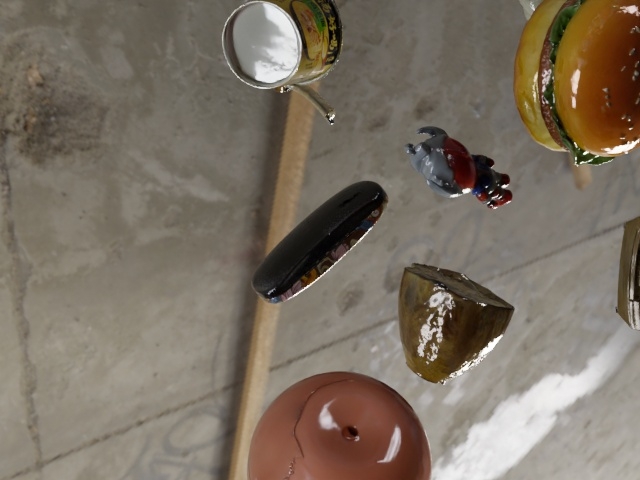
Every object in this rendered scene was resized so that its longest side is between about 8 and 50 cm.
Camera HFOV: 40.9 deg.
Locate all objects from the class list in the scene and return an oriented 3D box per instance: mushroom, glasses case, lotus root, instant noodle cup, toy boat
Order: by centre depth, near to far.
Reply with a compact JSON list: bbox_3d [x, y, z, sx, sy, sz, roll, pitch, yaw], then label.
[{"bbox_3d":[-0.058,-0.273,1.157,0.122,0.151,0.151,-42,151,-59],"label":"instant noodle cup"},{"bbox_3d":[0.202,0.143,1.481,0.188,0.199,0.180,12,106,-37],"label":"lotus root"},{"bbox_3d":[0.558,0.052,1.484,0.064,0.072,0.206,-11,106,-47],"label":"toy boat"},{"bbox_3d":[0.000,0.000,1.667,0.321,0.122,0.082,-42,115,-12],"label":"glasses case"},{"bbox_3d":[-0.034,-0.304,1.770,0.060,0.187,0.061,-42,156,-24],"label":"mushroom"}]

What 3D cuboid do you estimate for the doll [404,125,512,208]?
[{"bbox_3d":[0.188,-0.098,1.171,0.195,0.062,0.104,18,74,-35],"label":"doll"}]

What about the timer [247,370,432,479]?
[{"bbox_3d":[0.023,0.282,1.062,0.230,0.229,0.215,-26,148,-26],"label":"timer"}]

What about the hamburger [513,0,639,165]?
[{"bbox_3d":[0.381,-0.219,1.131,0.246,0.170,0.246,-8,104,-36],"label":"hamburger"}]

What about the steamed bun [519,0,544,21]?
[{"bbox_3d":[0.515,-0.412,1.518,0.280,0.207,0.268,-48,140,4],"label":"steamed bun"}]
